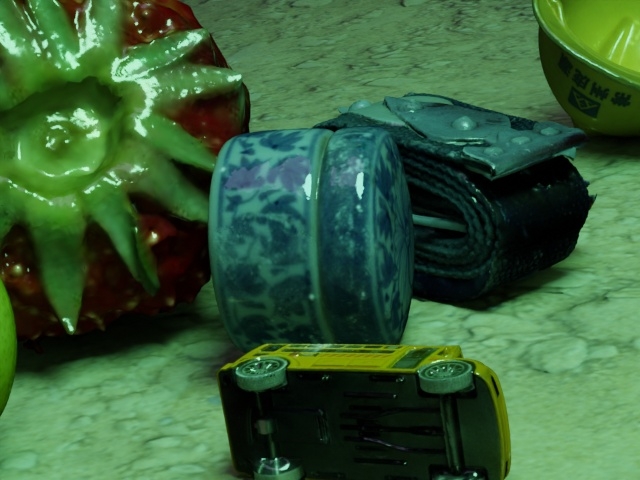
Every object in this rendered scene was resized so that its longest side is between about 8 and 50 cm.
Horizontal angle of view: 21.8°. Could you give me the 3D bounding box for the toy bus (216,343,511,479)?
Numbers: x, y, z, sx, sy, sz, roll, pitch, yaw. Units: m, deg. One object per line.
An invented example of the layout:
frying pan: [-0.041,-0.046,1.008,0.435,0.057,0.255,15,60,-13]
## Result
toy bus: [0.029,0.092,0.895,0.162,0.069,0.074,-1,17,27]

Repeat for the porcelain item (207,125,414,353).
porcelain item: [0.000,0.000,1.063,0.114,0.147,0.147,-4,18,13]

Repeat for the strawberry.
strawberry: [-0.192,-0.054,1.212,0.292,0.292,0.343,-12,-5,-11]

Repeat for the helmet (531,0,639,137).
helmet: [0.269,-0.158,1.448,0.205,0.140,0.257,32,46,14]

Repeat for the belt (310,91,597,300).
belt: [0.093,-0.038,1.184,0.128,0.122,0.218,-20,27,-36]

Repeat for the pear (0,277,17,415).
pear: [-0.262,0.038,0.960,0.180,0.216,0.166,10,-6,-13]
